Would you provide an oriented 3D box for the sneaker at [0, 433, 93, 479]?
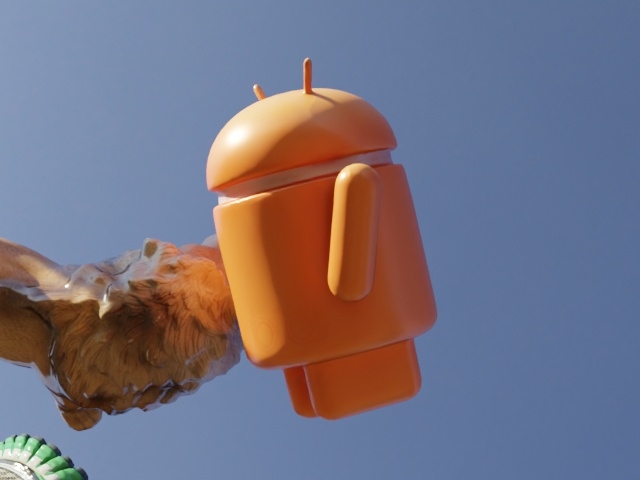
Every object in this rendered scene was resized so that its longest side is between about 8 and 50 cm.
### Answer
[{"bbox_3d":[-0.241,0.275,1.367,0.344,0.146,0.134,16,-42,55],"label":"sneaker"}]

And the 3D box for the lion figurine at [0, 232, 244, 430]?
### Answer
[{"bbox_3d":[-0.243,0.030,1.122,0.392,0.142,0.240,15,-19,-4],"label":"lion figurine"}]

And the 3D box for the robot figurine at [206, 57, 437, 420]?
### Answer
[{"bbox_3d":[0.001,0.000,0.985,0.128,0.158,0.219,-14,-91,19],"label":"robot figurine"}]
